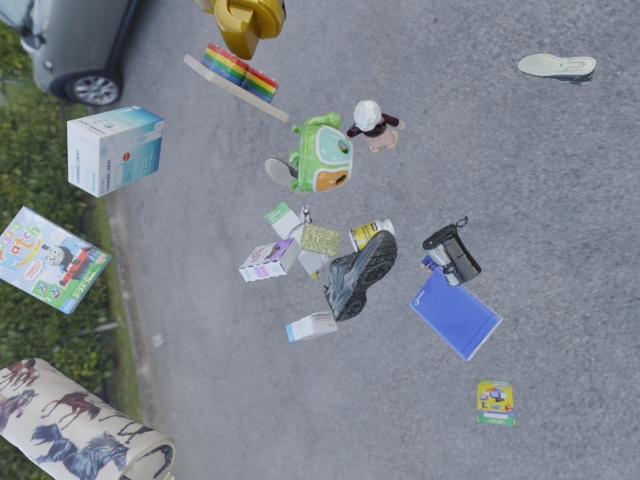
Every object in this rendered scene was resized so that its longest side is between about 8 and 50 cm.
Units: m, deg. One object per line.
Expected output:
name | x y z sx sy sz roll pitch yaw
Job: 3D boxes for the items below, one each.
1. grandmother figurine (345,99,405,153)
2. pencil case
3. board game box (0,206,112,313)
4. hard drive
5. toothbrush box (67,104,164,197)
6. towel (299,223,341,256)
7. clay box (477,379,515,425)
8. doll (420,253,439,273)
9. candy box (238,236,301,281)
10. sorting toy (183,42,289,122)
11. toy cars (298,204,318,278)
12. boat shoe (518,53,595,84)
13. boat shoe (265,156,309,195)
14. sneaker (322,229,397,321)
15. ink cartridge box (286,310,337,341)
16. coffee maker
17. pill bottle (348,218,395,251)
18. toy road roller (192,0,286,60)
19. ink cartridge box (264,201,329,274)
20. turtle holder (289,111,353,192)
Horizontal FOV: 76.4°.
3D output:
grandmother figurine | 0.183 -0.392 1.414 0.207 0.342 0.104 -21 80 13
pencil case | -0.492 0.391 0.826 0.410 0.160 0.183 20 158 18
board game box | -0.627 0.047 0.938 0.160 0.211 0.039 -58 12 -9
hard drive | 0.522 0.281 1.607 0.319 0.040 0.210 46 112 40
toothbrush box | -0.682 -0.309 1.371 0.126 0.295 0.216 28 123 8
towel | 0.000 0.000 1.487 0.027 0.148 0.110 108 172 -65
clay box | 0.679 0.614 1.583 0.127 0.222 0.053 -5 109 23
doll | 0.521 0.058 1.754 0.129 0.046 0.189 38 108 1
candy box | -0.196 0.076 1.599 0.196 0.165 0.070 -13 117 28
sorting toy | -0.228 -0.467 1.171 0.089 0.257 0.255 -59 43 14
toy cars | -0.077 0.011 2.199 0.176 0.087 0.394 -56 -42 -82
boat shoe | 0.777 -0.562 1.353 0.233 0.079 0.084 26 85 37
boat shoe | -0.187 -0.363 2.245 0.112 0.335 0.095 -38 45 19
sneaker | 0.081 0.074 1.014 0.130 0.109 0.286 54 128 34
ink cartridge box | -0.020 0.285 1.348 0.180 0.104 0.060 -33 63 46
coffee maker | 0.461 0.045 1.368 0.171 0.120 0.178 -31 105 33
pill bottle | 0.220 -0.026 1.745 0.184 0.103 0.103 -22 75 5
toy road roller | -0.265 -0.686 1.186 0.202 0.329 0.241 83 -155 -80
ink cartridge box | -0.105 -0.008 1.869 0.289 0.121 0.211 48 172 29
turtle holder | 0.006 -0.325 1.553 0.320 0.227 0.243 -85 -2 -53
